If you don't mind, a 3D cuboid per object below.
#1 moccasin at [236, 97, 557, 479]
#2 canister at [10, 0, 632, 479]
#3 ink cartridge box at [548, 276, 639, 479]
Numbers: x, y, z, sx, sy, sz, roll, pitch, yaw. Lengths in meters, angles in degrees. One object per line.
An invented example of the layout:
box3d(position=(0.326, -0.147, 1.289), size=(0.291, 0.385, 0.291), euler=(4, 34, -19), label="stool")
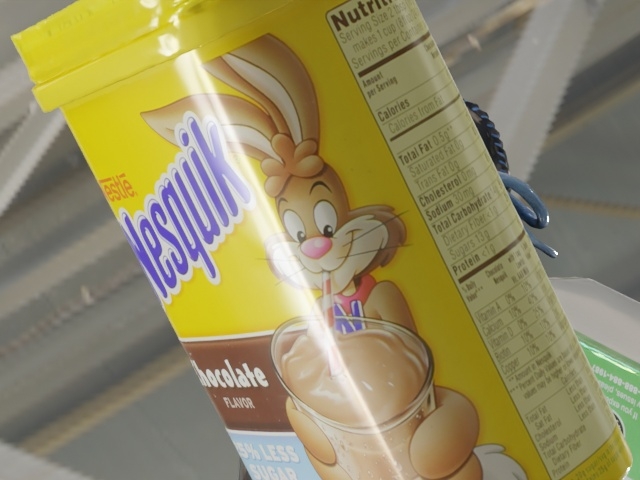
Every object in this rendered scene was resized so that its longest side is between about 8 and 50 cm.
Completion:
box3d(position=(0.047, 0.022, 0.869), size=(0.138, 0.342, 0.116), euler=(9, -50, 1), label="moccasin")
box3d(position=(0.000, 0.000, 0.490), size=(0.073, 0.126, 0.170), euler=(-32, -80, -29), label="canister")
box3d(position=(0.176, 0.193, 1.244), size=(0.122, 0.211, 0.289), euler=(0, -72, -36), label="ink cartridge box")
